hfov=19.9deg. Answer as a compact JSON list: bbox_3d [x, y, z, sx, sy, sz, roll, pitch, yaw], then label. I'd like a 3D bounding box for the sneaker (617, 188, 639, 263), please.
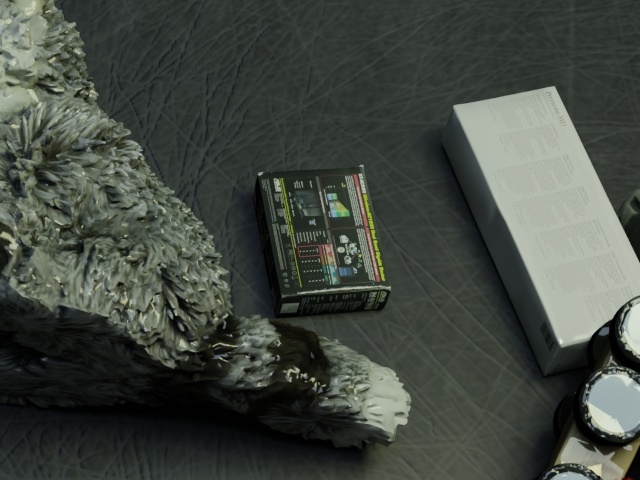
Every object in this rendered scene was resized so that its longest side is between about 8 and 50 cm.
[{"bbox_3d":[0.350,0.058,1.495,0.106,0.101,0.267,-18,60,-45],"label":"sneaker"}]

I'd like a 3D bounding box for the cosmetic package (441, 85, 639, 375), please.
[{"bbox_3d":[0.190,-0.011,1.512,0.099,0.060,0.239,-12,61,-15],"label":"cosmetic package"}]

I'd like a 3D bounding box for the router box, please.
[{"bbox_3d":[0.000,0.000,1.483,0.092,0.038,0.122,-4,59,-12],"label":"router box"}]

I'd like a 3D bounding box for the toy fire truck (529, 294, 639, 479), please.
[{"bbox_3d":[0.289,0.185,1.365,0.246,0.158,0.217,27,76,4],"label":"toy fire truck"}]

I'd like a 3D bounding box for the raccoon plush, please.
[{"bbox_3d":[-0.142,-0.025,1.390,0.446,0.216,0.299,24,58,-30],"label":"raccoon plush"}]
